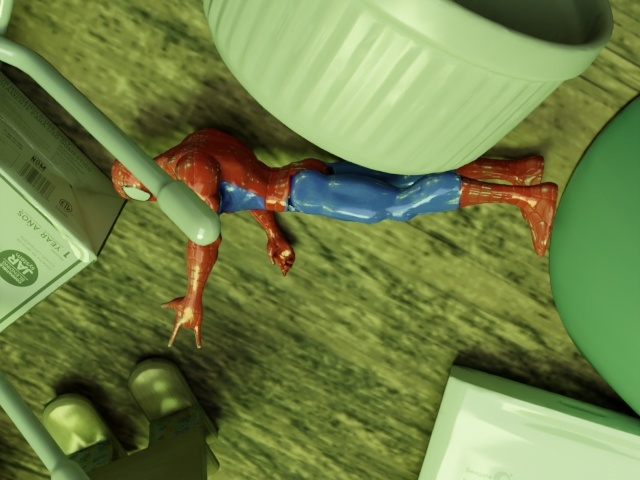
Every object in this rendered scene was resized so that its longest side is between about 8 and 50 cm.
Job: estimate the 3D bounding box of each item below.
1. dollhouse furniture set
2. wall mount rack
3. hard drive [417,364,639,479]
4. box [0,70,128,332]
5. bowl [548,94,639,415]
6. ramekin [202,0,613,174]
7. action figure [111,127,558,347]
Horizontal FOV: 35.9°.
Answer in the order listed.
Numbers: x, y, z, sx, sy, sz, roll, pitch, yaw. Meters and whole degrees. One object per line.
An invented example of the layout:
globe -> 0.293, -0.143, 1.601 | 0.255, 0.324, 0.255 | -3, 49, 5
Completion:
dollhouse furniture set -> -0.199, 0.183, 0.683 | 0.242, 0.212, 0.161 | -23, 118, 4
wall mount rack -> -0.222, -0.008, 0.545 | 0.304, 0.130, 0.350 | 22, 120, -8
hard drive -> 0.157, 0.268, 0.761 | 0.203, 0.040, 0.307 | 16, 105, 8
box -> -0.300, 0.011, 0.688 | 0.290, 0.087, 0.169 | -36, 111, 22
bowl -> 0.310, 0.044, 0.614 | 0.311, 0.163, 0.311 | 2, 120, 3
ramekin -> 0.036, -0.130, 0.517 | 0.207, 0.207, 0.109 | 29, 127, -12
action figure -> 0.000, 0.000, 0.652 | 0.280, 0.091, 0.139 | 8, 111, 0
